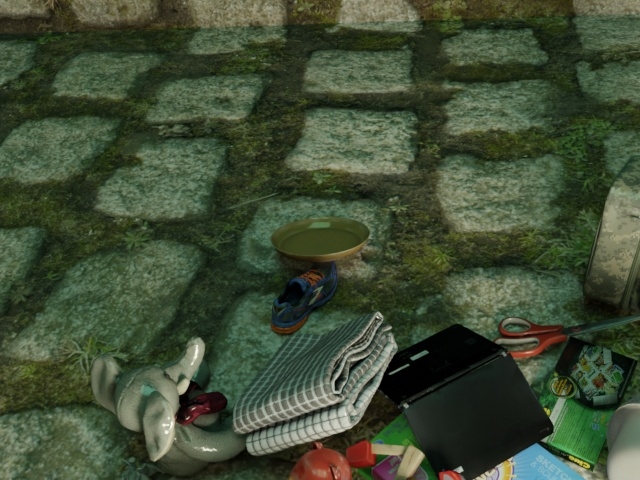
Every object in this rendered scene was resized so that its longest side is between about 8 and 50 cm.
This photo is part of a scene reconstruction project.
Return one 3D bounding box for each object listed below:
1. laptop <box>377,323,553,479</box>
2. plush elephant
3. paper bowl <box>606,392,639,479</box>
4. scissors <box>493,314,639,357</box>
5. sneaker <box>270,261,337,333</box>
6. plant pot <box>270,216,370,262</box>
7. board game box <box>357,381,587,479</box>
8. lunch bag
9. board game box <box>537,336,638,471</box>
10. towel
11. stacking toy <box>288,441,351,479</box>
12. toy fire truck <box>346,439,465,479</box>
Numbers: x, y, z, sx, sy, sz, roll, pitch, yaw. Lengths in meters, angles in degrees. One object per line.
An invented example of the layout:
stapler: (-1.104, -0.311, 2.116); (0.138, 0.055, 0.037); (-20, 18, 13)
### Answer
laptop: (0.241, 0.290, 1.308); (0.234, 0.136, 0.264); (-23, 19, -17)
plush elephant: (-0.269, 0.291, 1.297); (0.272, 0.255, 0.330); (28, 53, 33)
paper bowl: (0.551, 0.364, 1.076); (0.148, 0.284, 0.284); (-25, 45, -18)
scissors: (0.496, 0.192, 1.436); (0.297, 0.021, 0.109); (-3, 36, 19)
sneaker: (-0.032, 0.110, 1.587); (0.083, 0.087, 0.221); (19, 48, 25)
plant pot: (0.000, 0.000, 1.700); (0.236, 0.032, 0.236); (-4, 22, 2)
board game box: (0.256, 0.408, 1.235); (0.242, 0.064, 0.316); (-35, 49, -26)
lunch bag: (0.695, 0.005, 1.431); (0.256, 0.305, 0.212); (21, 39, 26)
board game box: (0.490, 0.298, 1.349); (0.136, 0.030, 0.260); (22, 50, 26)
towel: (-0.005, 0.243, 1.278); (0.235, 0.121, 0.283); (-29, 8, 31)
stacking toy: (-0.005, 0.446, 1.043); (0.279, 0.130, 0.309); (-15, 26, -32)
toy fire truck: (0.142, 0.388, 1.176); (0.192, 0.047, 0.135); (-16, 56, 16)
